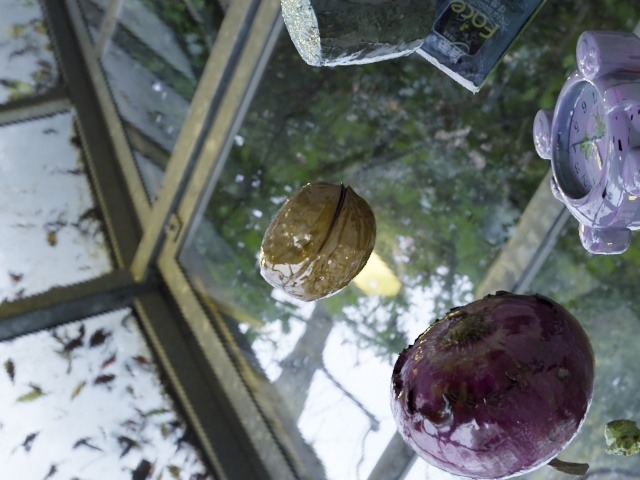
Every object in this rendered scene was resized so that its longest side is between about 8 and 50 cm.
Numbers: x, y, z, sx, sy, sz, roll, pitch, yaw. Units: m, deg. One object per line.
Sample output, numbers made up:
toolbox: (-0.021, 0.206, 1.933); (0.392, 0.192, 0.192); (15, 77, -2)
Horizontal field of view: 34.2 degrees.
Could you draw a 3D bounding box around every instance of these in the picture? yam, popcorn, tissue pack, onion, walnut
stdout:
yam: (0.056, -0.354, 1.651); (0.254, 0.154, 0.154); (-8, -137, -31)
popcorn: (0.500, 0.331, 1.722); (0.068, 0.059, 0.083); (31, -152, 15)
tissue pack: (0.280, -0.405, 1.850); (0.173, 0.235, 0.073); (38, -177, 10)
onion: (0.294, 0.267, 1.788); (0.358, 0.345, 0.358); (-5, -160, 2)
walnut: (0.000, 0.000, 1.433); (0.144, 0.180, 0.144); (28, -161, -10)

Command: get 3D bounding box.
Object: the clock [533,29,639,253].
clock: (0.486, -0.163, 1.776); (0.113, 0.295, 0.322); (0, -123, -13)
